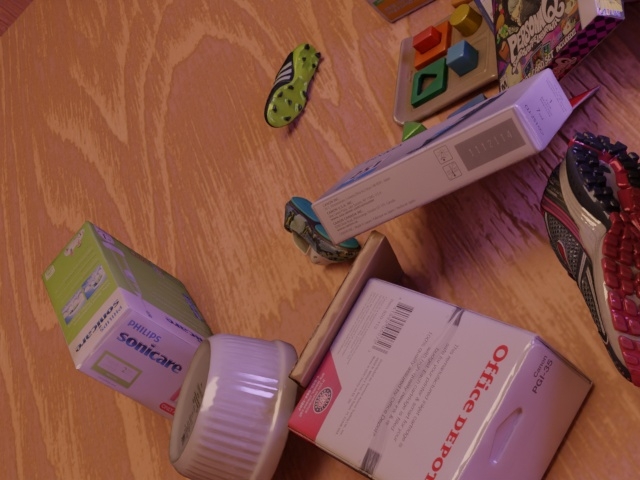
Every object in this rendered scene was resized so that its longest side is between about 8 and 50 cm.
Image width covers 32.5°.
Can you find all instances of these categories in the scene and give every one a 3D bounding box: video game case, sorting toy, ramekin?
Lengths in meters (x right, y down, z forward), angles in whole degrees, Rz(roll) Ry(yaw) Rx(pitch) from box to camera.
[{"bbox_3d":[0.281,-0.298,1.339,0.232,0.042,0.210,132,141,-61],"label":"video game case"},{"bbox_3d":[0.183,-0.273,1.576,0.196,0.047,0.347,-22,45,37],"label":"sorting toy"},{"bbox_3d":[-0.114,0.214,1.379,0.207,0.109,0.207,-163,90,-74],"label":"ramekin"}]

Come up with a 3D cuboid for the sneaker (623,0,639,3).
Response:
[{"bbox_3d":[0.375,-0.350,1.347,0.087,0.128,0.221,-49,36,5],"label":"sneaker"}]

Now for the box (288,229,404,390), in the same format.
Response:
[{"bbox_3d":[0.036,0.099,1.345,0.021,0.164,0.201,27,80,19],"label":"box"}]

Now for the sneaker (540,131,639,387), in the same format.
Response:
[{"bbox_3d":[0.307,0.027,1.135,0.112,0.121,0.299,117,158,-43],"label":"sneaker"}]

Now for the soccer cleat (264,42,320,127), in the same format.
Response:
[{"bbox_3d":[-0.054,-0.254,1.836,0.072,0.060,0.179,-20,39,52],"label":"soccer cleat"}]

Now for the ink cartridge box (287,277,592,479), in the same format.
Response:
[{"bbox_3d":[0.121,0.180,1.195,0.283,0.117,0.207,18,75,55],"label":"ink cartridge box"}]

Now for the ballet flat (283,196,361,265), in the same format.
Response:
[{"bbox_3d":[0.000,0.000,1.554,0.070,0.070,0.188,-51,33,4],"label":"ballet flat"}]

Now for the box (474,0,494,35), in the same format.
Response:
[{"bbox_3d":[0.289,-0.316,1.472,0.136,0.036,0.225,-37,51,23],"label":"box"}]

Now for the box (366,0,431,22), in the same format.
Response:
[{"bbox_3d":[0.132,-0.468,1.756,0.114,0.103,0.203,-21,46,39],"label":"box"}]

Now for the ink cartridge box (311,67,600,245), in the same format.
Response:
[{"bbox_3d":[0.166,-0.117,1.329,0.296,0.066,0.261,-25,10,35],"label":"ink cartridge box"}]

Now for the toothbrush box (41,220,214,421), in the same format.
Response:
[{"bbox_3d":[-0.277,0.120,1.634,0.122,0.206,0.283,-50,35,4],"label":"toothbrush box"}]
